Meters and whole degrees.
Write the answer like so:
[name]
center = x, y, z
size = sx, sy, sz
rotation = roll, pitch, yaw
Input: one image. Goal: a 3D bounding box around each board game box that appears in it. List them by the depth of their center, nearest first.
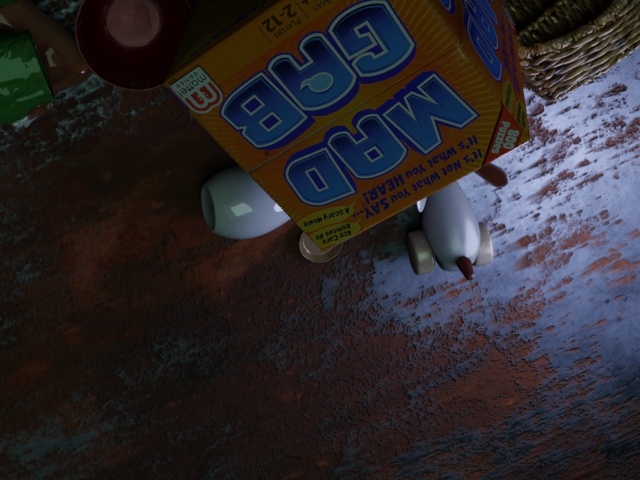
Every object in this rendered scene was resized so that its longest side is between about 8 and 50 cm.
[board game box]
center = 0.050, -0.279, 1.439
size = 0.356, 0.356, 0.356
rotation = -28, 121, 26

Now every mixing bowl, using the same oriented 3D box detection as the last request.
[mixing bowl]
center = -0.287, -0.333, 1.530
size = 0.181, 0.098, 0.181
rotation = -6, 117, -12

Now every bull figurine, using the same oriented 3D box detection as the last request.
[bull figurine]
center = -0.492, -0.320, 1.484
size = 0.188, 0.101, 0.310
rotation = -43, 116, 12

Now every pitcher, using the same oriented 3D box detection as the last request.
[pitcher]
center = -0.099, -0.098, 1.693
size = 0.207, 0.125, 0.178
rotation = -12, 97, -21

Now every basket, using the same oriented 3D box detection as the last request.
[basket]
center = 0.410, -0.406, 1.616
size = 0.299, 0.213, 0.223
rotation = -39, 119, 5

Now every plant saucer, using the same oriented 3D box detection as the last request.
[plant saucer]
center = 0.000, 0.000, 1.813
size = 0.083, 0.015, 0.083
rotation = -6, 116, -12

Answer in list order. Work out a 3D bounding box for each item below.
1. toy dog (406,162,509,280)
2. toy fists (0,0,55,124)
[toy dog]
center = 0.232, -0.060, 1.764
size = 0.220, 0.161, 0.334
rotation = -30, 119, 0
[toy fists]
center = -0.486, -0.296, 1.388
size = 0.142, 0.096, 0.279
rotation = -19, 117, -8
